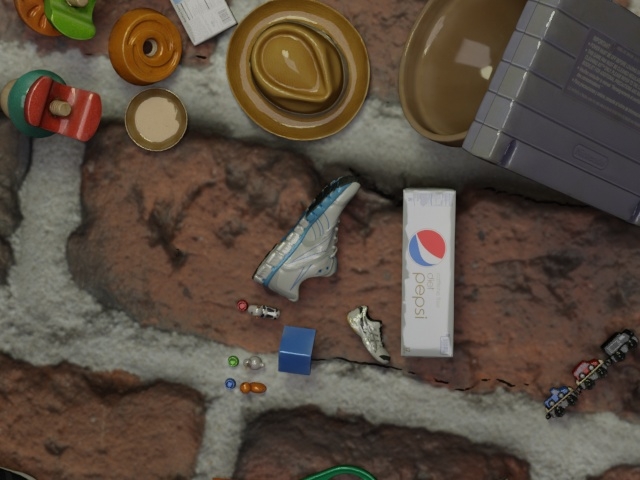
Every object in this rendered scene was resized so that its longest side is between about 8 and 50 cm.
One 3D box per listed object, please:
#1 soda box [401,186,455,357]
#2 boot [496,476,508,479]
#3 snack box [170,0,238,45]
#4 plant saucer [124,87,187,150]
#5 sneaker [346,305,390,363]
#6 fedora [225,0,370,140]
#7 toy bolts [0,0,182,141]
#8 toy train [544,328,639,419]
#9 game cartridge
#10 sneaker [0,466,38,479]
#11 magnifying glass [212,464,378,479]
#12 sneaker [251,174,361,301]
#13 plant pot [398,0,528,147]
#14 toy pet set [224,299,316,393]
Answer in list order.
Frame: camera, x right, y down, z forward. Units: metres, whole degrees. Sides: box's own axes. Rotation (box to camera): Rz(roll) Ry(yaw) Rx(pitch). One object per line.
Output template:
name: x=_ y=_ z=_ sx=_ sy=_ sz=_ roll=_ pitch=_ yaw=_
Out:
soda box: x=0.139 y=0.040 z=1.900 sx=0.069 sy=0.074 sz=0.216 roll=2 pitch=94 yaw=5
boot: x=0.286 y=0.401 z=1.923 sx=0.190 sy=0.076 sz=0.208 roll=-27 pitch=85 yaw=4
snack box: x=-0.177 y=-0.346 z=1.925 sx=0.064 sy=0.022 sz=0.178 roll=-27 pitch=91 yaw=6
plant saucer: x=-0.215 y=-0.159 z=1.945 sx=0.083 sy=0.015 sz=0.083 roll=0 pitch=94 yaw=5
sneaker: x=0.070 y=0.122 z=1.933 sx=0.037 sy=0.032 sz=0.083 roll=-36 pitch=91 yaw=6
fedora: x=-0.031 y=-0.221 z=1.893 sx=0.194 sy=0.079 sz=0.194 roll=0 pitch=95 yaw=4
toy bolts: x=-0.320 y=-0.234 z=1.916 sx=0.218 sy=0.158 sz=0.228 roll=24 pitch=85 yaw=-37
toy train: x=0.346 y=0.172 z=1.916 sx=0.158 sy=0.027 sz=0.036 roll=-44 pitch=86 yaw=6
game cartridge: x=0.327 y=-0.162 z=1.762 sx=0.068 sy=0.355 sz=0.230 roll=23 pitch=93 yaw=43
sneaker: x=-0.458 y=0.333 z=1.959 sx=0.235 sy=0.097 sz=0.084 roll=28 pitch=96 yaw=2
magnifying glass: x=-0.030 y=0.339 z=1.963 sx=0.231 sy=0.026 sz=0.092 roll=4 pitch=95 yaw=3
sneaker: x=0.000 y=0.000 z=1.919 sx=0.083 sy=0.071 sz=0.190 roll=39 pitch=105 yaw=-5
plant pot: x=0.216 y=-0.218 z=1.834 sx=0.110 sy=0.237 sz=0.237 roll=22 pitch=97 yaw=-38
toy pet set: x=-0.067 y=0.147 z=1.929 sx=0.114 sy=0.065 sz=0.122 roll=8 pitch=95 yaw=4
